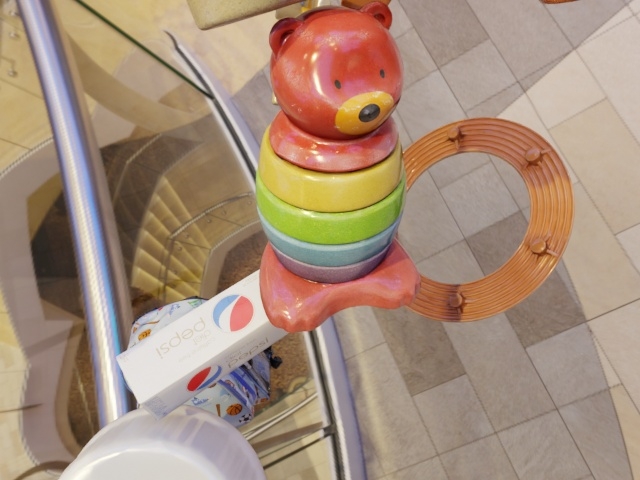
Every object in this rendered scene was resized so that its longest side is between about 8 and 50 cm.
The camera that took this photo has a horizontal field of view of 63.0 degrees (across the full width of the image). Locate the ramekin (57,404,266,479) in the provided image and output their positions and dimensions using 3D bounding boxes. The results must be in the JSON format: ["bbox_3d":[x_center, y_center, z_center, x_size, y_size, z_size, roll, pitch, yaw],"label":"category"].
[{"bbox_3d":[-0.203,0.353,0.637,0.277,0.135,0.277,0,84,-3],"label":"ramekin"}]

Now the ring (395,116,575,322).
[{"bbox_3d":[0.213,-0.041,0.818,0.337,0.032,0.336,-14,66,33],"label":"ring"}]

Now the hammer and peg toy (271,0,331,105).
[{"bbox_3d":[-0.017,-0.381,0.968,0.127,0.361,0.265,3,105,-8],"label":"hammer and peg toy"}]

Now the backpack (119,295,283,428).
[{"bbox_3d":[-0.250,0.251,1.013,0.277,0.213,0.263,-27,115,7],"label":"backpack"}]

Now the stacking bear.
[{"bbox_3d":[0.012,-0.072,0.501,0.175,0.289,0.164,-12,46,-13],"label":"stacking bear"}]

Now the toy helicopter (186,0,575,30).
[{"bbox_3d":[0.063,-0.239,0.422,0.355,0.235,0.140,-20,116,-9],"label":"toy helicopter"}]

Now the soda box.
[{"bbox_3d":[-0.135,0.126,0.659,0.216,0.069,0.074,-31,59,-18],"label":"soda box"}]
